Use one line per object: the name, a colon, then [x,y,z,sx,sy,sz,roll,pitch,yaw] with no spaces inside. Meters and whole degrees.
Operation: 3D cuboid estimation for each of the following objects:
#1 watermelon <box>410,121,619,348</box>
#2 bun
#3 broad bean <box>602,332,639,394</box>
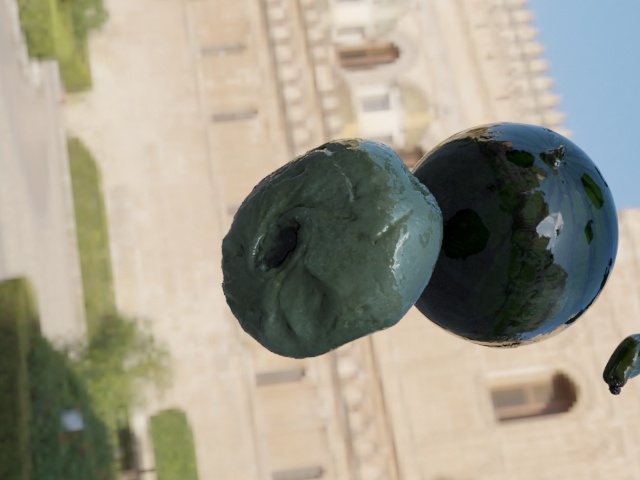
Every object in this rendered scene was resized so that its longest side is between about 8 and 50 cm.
watermelon: [0.194,-0.006,1.617,0.242,0.242,0.242,174,-90,-81]
bun: [0.003,-0.001,1.383,0.108,0.221,0.221,42,22,-40]
broad bean: [0.418,0.110,1.761,0.052,0.256,0.052,55,-31,23]
